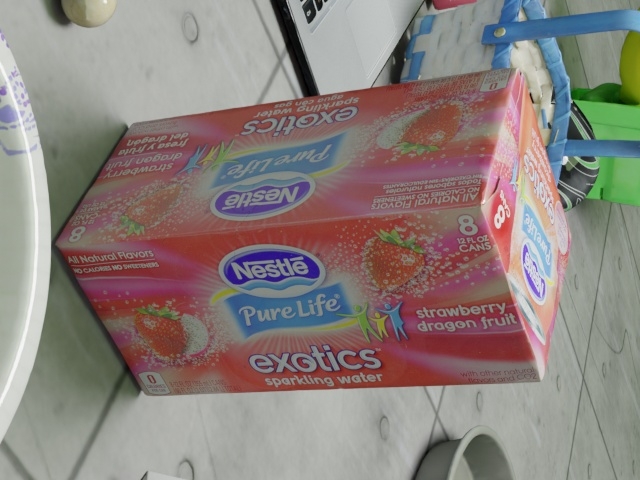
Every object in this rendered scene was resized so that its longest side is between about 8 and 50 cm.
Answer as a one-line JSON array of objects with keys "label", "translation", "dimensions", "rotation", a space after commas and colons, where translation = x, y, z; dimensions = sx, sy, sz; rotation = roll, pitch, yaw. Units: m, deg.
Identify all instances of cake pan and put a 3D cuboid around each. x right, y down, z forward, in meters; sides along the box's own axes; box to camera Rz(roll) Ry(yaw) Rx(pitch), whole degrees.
[{"label": "cake pan", "translation": [0.165, 0.357, 1.401], "dimensions": [0.293, 0.054, 0.293], "rotation": [-5, 90, -65]}]

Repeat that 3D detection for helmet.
[{"label": "helmet", "translation": [0.285, -0.107, 1.616], "dimensions": [0.162, 0.169, 0.169], "rotation": [55, 36, -21]}]

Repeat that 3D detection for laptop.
[{"label": "laptop", "translation": [0.105, -0.371, 1.196], "dimensions": [0.382, 0.236, 0.408], "rotation": [-60, 138, -50]}]

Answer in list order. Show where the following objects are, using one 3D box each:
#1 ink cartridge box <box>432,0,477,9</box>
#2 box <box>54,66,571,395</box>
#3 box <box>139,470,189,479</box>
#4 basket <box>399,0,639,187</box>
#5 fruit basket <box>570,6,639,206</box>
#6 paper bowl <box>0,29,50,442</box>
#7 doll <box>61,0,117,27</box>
[{"label": "ink cartridge box", "translation": [0.202, -0.435, 1.445], "dimensions": [0.117, 0.207, 0.283], "rotation": [-61, 138, -53]}, {"label": "box", "translation": [0.000, 0.000, 0.830], "dimensions": [0.142, 0.299, 0.154], "rotation": [-67, 144, -45]}, {"label": "box", "translation": [-0.060, 0.255, 0.819], "dimensions": [0.145, 0.038, 0.186], "rotation": [18, 43, -19]}, {"label": "basket", "translation": [0.246, -0.167, 1.388], "dimensions": [0.255, 0.288, 0.201], "rotation": [55, 46, -54]}, {"label": "fruit basket", "translation": [0.566, -0.235, 1.990], "dimensions": [0.283, 0.392, 0.392], "rotation": [-23, 106, -63]}, {"label": "paper bowl", "translation": [-0.248, -0.006, 0.487], "dimensions": [0.284, 0.148, 0.284], "rotation": [-5, 90, -65]}, {"label": "doll", "translation": [-0.174, -0.229, 0.803], "dimensions": [0.129, 0.046, 0.189], "rotation": [-55, 133, -52]}]
